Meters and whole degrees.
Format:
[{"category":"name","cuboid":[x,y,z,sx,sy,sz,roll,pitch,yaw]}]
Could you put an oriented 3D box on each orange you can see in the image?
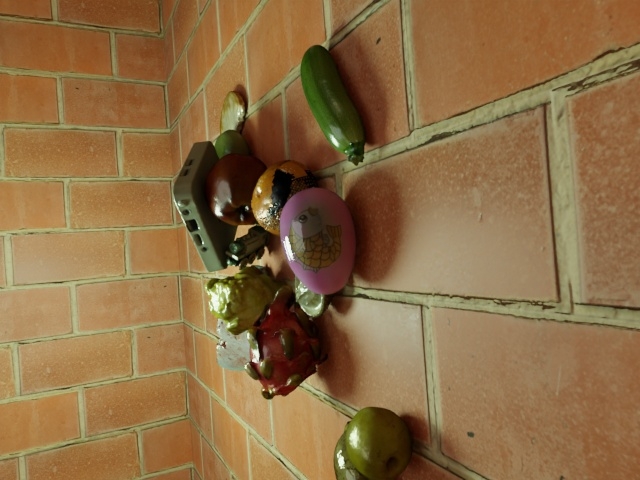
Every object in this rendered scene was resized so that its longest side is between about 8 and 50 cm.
[{"category":"orange","cuboid":[-0.102,-0.124,1.442,0.234,0.183,0.234,-170,90,-67]}]

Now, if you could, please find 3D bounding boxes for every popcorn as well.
[{"category":"popcorn","cuboid":[-0.266,0.200,1.692,0.250,0.242,0.234,16,88,49]}]

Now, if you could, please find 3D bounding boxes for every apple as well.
[{"category":"apple","cuboid":[-0.265,-0.170,1.590,0.234,0.234,0.233,14,106,62]}]

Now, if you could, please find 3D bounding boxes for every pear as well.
[{"category":"pear","cuboid":[0.130,0.451,1.091,0.162,0.149,0.148,-137,49,-69]}]

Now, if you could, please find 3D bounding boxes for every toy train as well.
[{"category":"toy train","cuboid":[-0.264,0.023,1.757,0.081,0.194,0.125,25,120,23]}]

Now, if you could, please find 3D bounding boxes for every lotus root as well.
[{"category":"lotus root","cuboid":[0.092,0.548,1.200,0.214,0.139,0.138,-109,27,-55]}]

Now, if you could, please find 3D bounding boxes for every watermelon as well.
[{"category":"watermelon","cuboid":[-0.304,0.381,1.962,0.175,0.188,0.321,-57,-15,-46]}]

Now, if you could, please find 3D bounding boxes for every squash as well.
[{"category":"squash","cuboid":[0.024,-0.352,1.232,0.107,0.107,0.394,-57,45,50]}]

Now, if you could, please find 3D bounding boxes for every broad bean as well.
[{"category":"broad bean","cuboid":[-0.360,-0.301,1.971,0.238,0.119,0.290,46,134,48]}]

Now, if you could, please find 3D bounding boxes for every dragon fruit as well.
[{"category":"dragon fruit","cuboid":[-0.108,0.311,1.466,0.243,0.307,0.228,46,135,-12]}]

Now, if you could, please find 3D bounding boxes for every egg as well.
[{"category":"egg","cuboid":[0.000,0.000,1.239,0.196,0.196,0.271,-14,100,63]}]

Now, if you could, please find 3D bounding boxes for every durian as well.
[{"category":"durian","cuboid":[-0.015,0.139,1.384,0.188,0.091,0.148,-39,79,47]}]

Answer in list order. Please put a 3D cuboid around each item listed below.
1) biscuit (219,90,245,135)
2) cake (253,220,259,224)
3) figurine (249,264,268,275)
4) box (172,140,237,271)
[{"category":"biscuit","cuboid":[-0.378,-0.505,2.070,0.204,0.040,0.308,67,147,33]},{"category":"cake","cuboid":[-0.190,-0.139,1.689,0.235,0.099,0.100,-40,60,57]},{"category":"figurine","cuboid":[-0.238,0.134,1.832,0.082,0.094,0.086,-20,37,26]},{"category":"box","cuboid":[-0.402,-0.124,1.752,0.373,0.091,0.367,-87,-15,-52]}]
